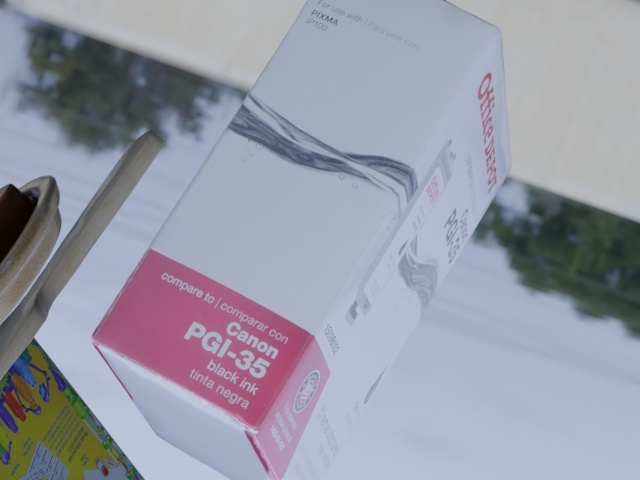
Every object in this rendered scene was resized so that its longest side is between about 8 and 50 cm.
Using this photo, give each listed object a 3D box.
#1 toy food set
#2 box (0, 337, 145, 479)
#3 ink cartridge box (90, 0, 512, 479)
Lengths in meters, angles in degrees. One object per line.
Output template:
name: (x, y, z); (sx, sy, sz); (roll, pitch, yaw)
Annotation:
toy food set: (-0.135, 0.022, 0.624); (0.038, 0.132, 0.192); (43, 138, -16)
box: (-0.267, 0.276, 1.624); (0.279, 0.177, 0.290); (53, -162, -10)
ink cartridge box: (0.000, 0.000, 1.170); (0.117, 0.283, 0.207); (27, 164, 17)
